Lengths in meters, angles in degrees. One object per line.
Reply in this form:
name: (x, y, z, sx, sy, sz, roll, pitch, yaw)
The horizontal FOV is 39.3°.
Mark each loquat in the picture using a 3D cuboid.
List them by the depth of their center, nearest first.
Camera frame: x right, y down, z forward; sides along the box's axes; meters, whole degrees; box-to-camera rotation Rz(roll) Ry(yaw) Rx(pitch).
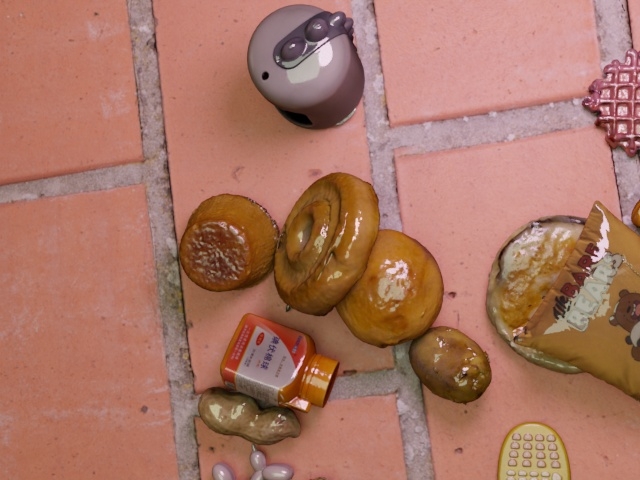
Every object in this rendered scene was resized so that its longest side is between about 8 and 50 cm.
loquat: (0.136, 0.096, 1.797, 0.238, 0.193, 0.239, -6, 70, 18)

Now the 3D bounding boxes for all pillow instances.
pillow: (0.572, 0.129, 1.695, 0.312, 0.119, 0.310, 28, 95, -3)

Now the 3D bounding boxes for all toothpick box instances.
toothpick box: (-0.020, -0.353, 1.779, 0.228, 0.316, 0.229, 0, 87, 9)

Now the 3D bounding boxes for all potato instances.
potato: (0.264, 0.252, 1.810, 0.137, 0.137, 0.176, -46, 63, 5)

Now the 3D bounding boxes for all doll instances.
doll: (-0.155, 0.515, 1.899, 0.160, 0.059, 0.161, 29, 93, 9)

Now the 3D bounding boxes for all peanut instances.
peanut: (-0.150, 0.374, 1.887, 0.227, 0.086, 0.104, 17, 117, 7)

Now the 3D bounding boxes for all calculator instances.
calculator: (0.433, 0.487, 1.816, 0.146, 0.032, 0.235, 0, 87, 10)

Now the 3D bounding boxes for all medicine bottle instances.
medicine bottle: (-0.081, 0.259, 1.849, 0.222, 0.112, 0.149, 19, 63, 10)

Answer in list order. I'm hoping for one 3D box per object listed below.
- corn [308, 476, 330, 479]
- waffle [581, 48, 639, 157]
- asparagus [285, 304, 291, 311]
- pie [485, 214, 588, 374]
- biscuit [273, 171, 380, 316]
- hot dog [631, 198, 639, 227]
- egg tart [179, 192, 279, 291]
corn: (0.035, 0.630, 1.848, 0.098, 0.098, 0.290, -25, 88, 8)
waffle: (0.660, -0.272, 1.794, 0.221, 0.055, 0.234, -40, 83, 6)
asparagus: (-0.032, 0.044, 1.915, 0.023, 0.022, 0.233, 18, 89, -18)
pie: (0.499, 0.109, 1.799, 0.338, 0.077, 0.339, 0, 93, 4)
biscuit: (0.000, 0.000, 1.777, 0.102, 0.296, 0.296, 25, 93, -28)
hot dog: (0.732, -0.106, 1.768, 0.269, 0.072, 0.115, -42, 81, 4)
egg tart: (-0.197, 0.017, 1.869, 0.215, 0.171, 0.215, 2, 104, 8)
